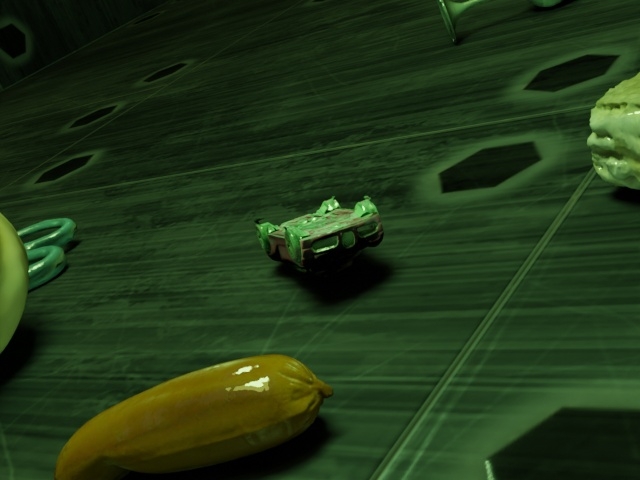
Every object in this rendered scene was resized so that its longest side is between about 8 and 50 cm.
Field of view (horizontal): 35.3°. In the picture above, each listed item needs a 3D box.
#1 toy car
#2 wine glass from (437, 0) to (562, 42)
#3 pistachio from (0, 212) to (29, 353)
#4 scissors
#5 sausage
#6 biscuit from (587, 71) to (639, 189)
[{"bbox_3d":[0.000,0.000,0.752,0.069,0.055,0.142,-19,9,-15],"label":"toy car"},{"bbox_3d":[0.244,-0.315,1.242,0.195,0.079,0.079,-21,21,8],"label":"wine glass"},{"bbox_3d":[-0.363,0.051,0.775,0.238,0.229,0.321,-60,3,36],"label":"pistachio"},{"bbox_3d":[-0.396,0.047,1.058,0.289,0.041,0.138,-20,28,5],"label":"scissors"},{"bbox_3d":[-0.078,0.105,0.575,0.183,0.054,0.062,-18,-7,18],"label":"sausage"},{"bbox_3d":[0.377,-0.151,0.702,0.426,0.078,0.144,-30,21,-22],"label":"biscuit"}]
